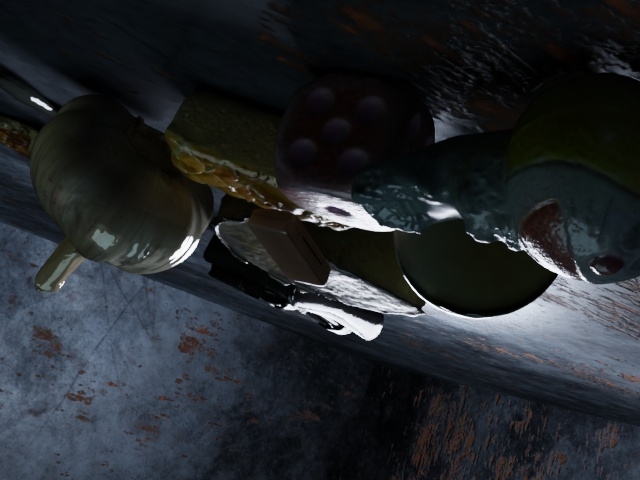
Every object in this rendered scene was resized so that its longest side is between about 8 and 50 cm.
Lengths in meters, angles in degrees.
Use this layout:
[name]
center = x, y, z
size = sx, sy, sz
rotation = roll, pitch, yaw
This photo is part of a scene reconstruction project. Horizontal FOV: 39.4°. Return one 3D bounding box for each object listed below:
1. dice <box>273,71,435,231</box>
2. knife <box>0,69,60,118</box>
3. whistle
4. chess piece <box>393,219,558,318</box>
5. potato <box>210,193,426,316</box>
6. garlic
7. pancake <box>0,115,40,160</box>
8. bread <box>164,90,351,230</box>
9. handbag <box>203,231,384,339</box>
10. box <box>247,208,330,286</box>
[dice]
center = 0.026, -0.063, 0.651
size = 0.094, 0.091, 0.093
rotation = 15, 170, 23
[knife]
center = -0.296, -0.143, 1.023
size = 0.035, 0.018, 0.247
rotation = 11, 171, 19
[whistle]
center = 0.121, -0.026, 0.523
size = 0.223, 0.123, 0.123
rotation = -5, 159, 29
[chess piece]
center = 0.133, 0.010, 0.788
size = 0.133, 0.133, 0.243
rotation = 17, 175, 8
[potato]
center = 0.000, 0.000, 0.978
size = 0.243, 0.098, 0.138
rotation = 28, 158, -17
[garlic]
center = -0.237, -0.023, 0.909
size = 0.199, 0.226, 0.199
rotation = 40, -158, -20
[pancake]
center = -0.408, -0.118, 1.231
size = 0.244, 0.057, 0.266
rotation = 22, 170, -15
[bread]
center = -0.042, -0.067, 0.814
size = 0.188, 0.068, 0.125
rotation = 19, 170, -2
[handbag]
center = -0.045, 0.085, 1.521
size = 0.244, 0.088, 0.275
rotation = 21, 172, 39
[box]
center = -0.028, 0.007, 0.856
size = 0.048, 0.025, 0.115
rotation = 12, 155, 28
